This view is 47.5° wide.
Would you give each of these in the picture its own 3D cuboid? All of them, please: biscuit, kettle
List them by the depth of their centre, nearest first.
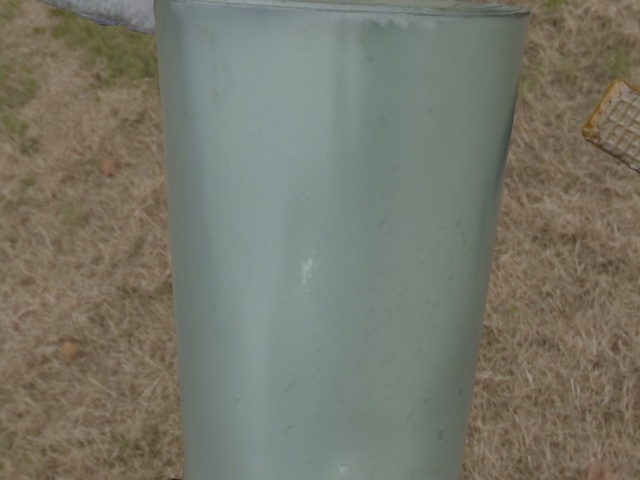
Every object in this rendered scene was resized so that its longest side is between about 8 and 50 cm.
[{"bbox_3d":[-0.010,0.004,0.475,0.205,0.318,0.265,-16,26,-38],"label":"kettle"},{"bbox_3d":[0.516,-0.077,0.915,0.378,0.094,0.054,32,29,11],"label":"biscuit"}]

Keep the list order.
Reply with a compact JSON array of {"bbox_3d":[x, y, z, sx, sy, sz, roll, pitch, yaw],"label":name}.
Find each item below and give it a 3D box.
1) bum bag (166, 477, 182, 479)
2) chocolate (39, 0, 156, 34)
[{"bbox_3d":[-0.035,0.212,0.642,0.247,0.069,0.102,-26,43,3],"label":"bum bag"},{"bbox_3d":[-0.160,-0.297,0.822,0.303,0.101,0.185,17,32,0],"label":"chocolate"}]
